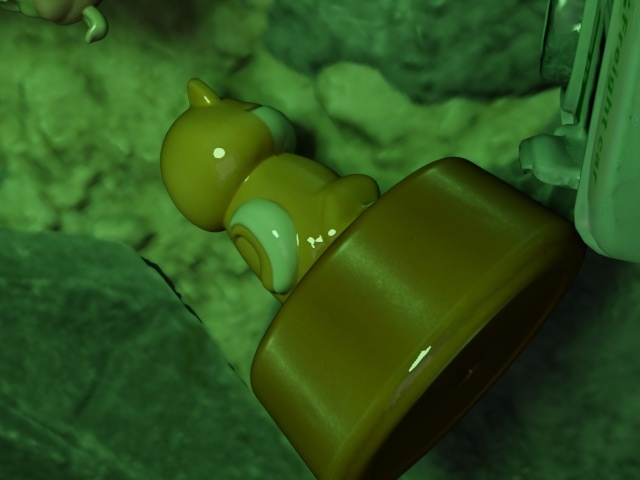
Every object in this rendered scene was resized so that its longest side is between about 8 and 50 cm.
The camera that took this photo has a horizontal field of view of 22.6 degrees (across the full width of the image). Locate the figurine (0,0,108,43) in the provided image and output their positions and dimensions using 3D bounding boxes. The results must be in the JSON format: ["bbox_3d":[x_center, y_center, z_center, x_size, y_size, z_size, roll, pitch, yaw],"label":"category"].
[{"bbox_3d":[-0.083,-0.111,0.559,0.146,0.081,0.098,3,79,7],"label":"figurine"}]

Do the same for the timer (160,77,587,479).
[{"bbox_3d":[0.000,0.000,0.593,0.152,0.132,0.132,42,117,15],"label":"timer"}]

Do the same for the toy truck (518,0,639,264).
[{"bbox_3d":[0.153,-0.156,0.444,0.177,0.178,0.363,10,122,6],"label":"toy truck"}]
